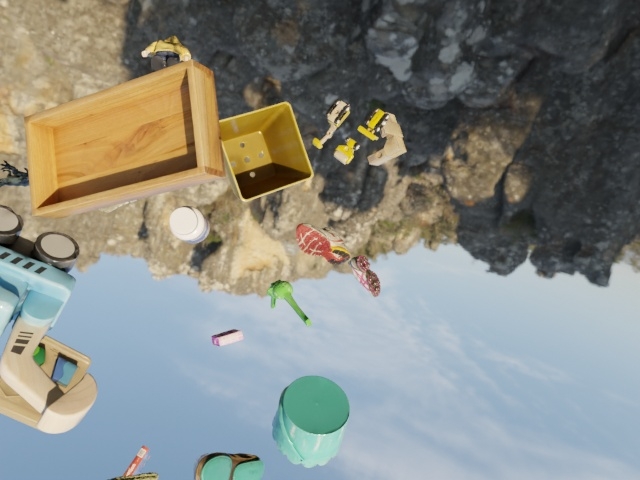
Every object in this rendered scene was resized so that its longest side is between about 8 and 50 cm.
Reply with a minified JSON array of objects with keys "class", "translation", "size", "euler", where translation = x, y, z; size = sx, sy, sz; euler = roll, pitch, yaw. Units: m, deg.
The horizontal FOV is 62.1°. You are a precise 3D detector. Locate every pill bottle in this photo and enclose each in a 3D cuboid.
[{"class":"pill bottle","translation":[-0.424,-0.053,1.709],"size":[0.112,0.112,0.186],"euler":[15,174,-2]}]

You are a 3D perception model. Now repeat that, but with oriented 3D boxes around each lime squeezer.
[{"class":"lime squeezer","translation":[-0.101,0.157,1.474],"size":[0.110,0.059,0.310],"euler":[52,163,-15]}]

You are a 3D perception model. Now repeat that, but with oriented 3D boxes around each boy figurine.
[{"class":"boy figurine","translation":[-0.584,-0.707,2.023],"size":[0.177,0.092,0.285],"euler":[1,-145,-12]}]

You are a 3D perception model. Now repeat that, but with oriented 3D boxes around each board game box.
[{"class":"board game box","translation":[-0.623,0.770,1.777],"size":[0.027,0.145,0.281],"euler":[32,149,1]}]

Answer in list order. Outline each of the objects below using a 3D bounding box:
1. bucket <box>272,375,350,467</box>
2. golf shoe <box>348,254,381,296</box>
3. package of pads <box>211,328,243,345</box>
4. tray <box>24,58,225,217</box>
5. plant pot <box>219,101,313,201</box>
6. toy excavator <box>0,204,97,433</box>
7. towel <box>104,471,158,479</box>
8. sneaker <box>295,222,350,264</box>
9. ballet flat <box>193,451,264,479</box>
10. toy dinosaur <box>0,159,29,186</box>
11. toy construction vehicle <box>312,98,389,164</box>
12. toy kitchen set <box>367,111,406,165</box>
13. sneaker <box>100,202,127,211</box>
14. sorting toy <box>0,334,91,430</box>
[{"class":"bucket","translation":[-0.032,0.631,1.886],"size":[0.281,0.183,0.281],"euler":[9,-143,-7]},{"class":"golf shoe","translation":[0.181,0.147,2.162],"size":[0.067,0.186,0.086],"euler":[-32,-173,-40]},{"class":"package of pads","translation":[-0.277,0.289,1.581],"size":[0.083,0.031,0.050],"euler":[-12,-175,-38]},{"class":"tray","translation":[-0.380,-0.178,1.009],"size":[0.411,0.202,0.076],"euler":[-10,174,21]},{"class":"plant pot","translation":[-0.177,-0.231,1.453],"size":[0.212,0.212,0.187],"euler":[-22,-171,-22]},{"class":"toy excavator","translation":[-0.704,0.191,1.244],"size":[0.433,0.222,0.445],"euler":[28,-147,-21]},{"class":"towel","translation":[-0.493,0.620,1.335],"size":[0.148,0.110,0.027],"euler":[13,-140,-43]},{"class":"sneaker","translation":[0.000,0.000,1.655],"size":[0.225,0.088,0.092],"euler":[33,-148,-45]},{"class":"ballet flat","translation":[-0.304,0.689,1.610],"size":[0.124,0.116,0.342],"euler":[3,165,28]},{"class":"toy dinosaur","translation":[-0.983,-0.208,1.760],"size":[0.268,0.064,0.118],"euler":[1,158,-2]},{"class":"toy construction vehicle","translation":[0.045,-0.166,0.807],"size":[0.086,0.098,0.035],"euler":[36,-179,18]},{"class":"toy kitchen set","translation":[0.117,-0.207,1.078],"size":[0.075,0.083,0.068],"euler":[-24,166,35]},{"class":"sneaker","translation":[-0.437,-0.188,1.375],"size":[0.158,0.410,0.182],"euler":[43,-150,-26]},{"class":"sorting toy","translation":[-0.813,0.353,1.447],"size":[0.307,0.229,0.041],"euler":[36,137,-21]}]
